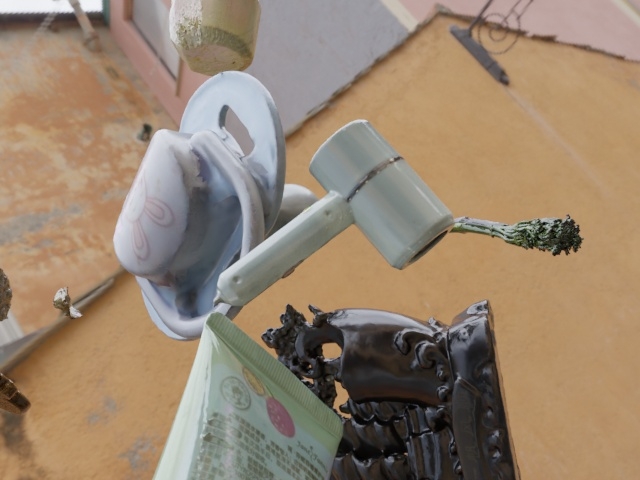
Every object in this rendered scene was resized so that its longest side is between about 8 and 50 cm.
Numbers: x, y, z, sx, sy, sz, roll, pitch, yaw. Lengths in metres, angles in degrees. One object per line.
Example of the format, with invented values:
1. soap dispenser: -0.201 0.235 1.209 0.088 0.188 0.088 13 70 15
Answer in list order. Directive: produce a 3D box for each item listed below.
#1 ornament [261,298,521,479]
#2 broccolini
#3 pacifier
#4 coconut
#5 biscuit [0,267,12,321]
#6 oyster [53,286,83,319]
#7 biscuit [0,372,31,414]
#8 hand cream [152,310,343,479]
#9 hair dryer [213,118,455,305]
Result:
1. ornament: 0.057 0.177 0.616 0.261 0.251 0.106 -10 5 22
2. broccolini: 0.225 -0.011 0.818 0.051 0.239 0.054 23 -101 -36
3. pacifier: -0.081 -0.022 0.649 0.226 0.238 0.287 1 -53 -42
4. coconut: -0.134 -0.285 0.803 0.116 0.122 0.116 2 -13 0
5. biscuit: -0.644 0.103 1.149 0.250 0.032 0.133 -8 -63 -80
6. oyster: -0.432 0.107 1.059 0.034 0.051 0.093 -29 -24 -18
7. biscuit: -0.476 0.205 0.900 0.026 0.124 0.175 -63 0 -33
8. hand cream: -0.056 0.186 0.346 0.093 0.147 0.305 -30 25 33
9. hair dryer: 0.000 0.000 0.355 0.137 0.082 0.047 -36 -14 -11
